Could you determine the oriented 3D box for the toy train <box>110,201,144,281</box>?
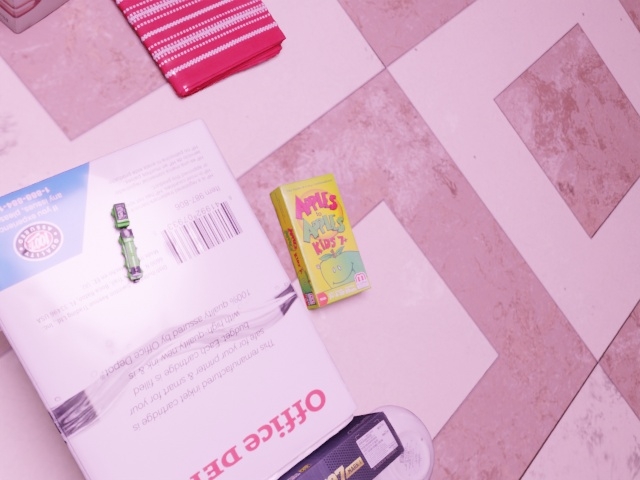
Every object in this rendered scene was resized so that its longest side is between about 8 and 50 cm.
[{"bbox_3d":[-0.195,0.001,0.590,0.017,0.023,0.083,-14,84,-26],"label":"toy train"}]

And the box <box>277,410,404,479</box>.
[{"bbox_3d":[-0.038,0.293,0.688,0.232,0.183,0.059,-27,84,-33],"label":"box"}]

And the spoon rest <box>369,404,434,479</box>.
[{"bbox_3d":[0.098,0.373,0.822,0.137,0.084,0.277,23,57,-21],"label":"spoon rest"}]

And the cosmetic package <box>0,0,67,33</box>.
[{"bbox_3d":[-0.344,-0.381,0.632,0.153,0.296,0.129,44,66,-10],"label":"cosmetic package"}]

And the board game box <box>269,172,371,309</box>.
[{"bbox_3d":[0.000,0.000,0.859,0.092,0.043,0.182,-17,87,-27],"label":"board game box"}]

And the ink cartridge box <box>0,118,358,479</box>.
[{"bbox_3d":[-0.183,0.105,0.680,0.285,0.166,0.395,-29,92,-27],"label":"ink cartridge box"}]

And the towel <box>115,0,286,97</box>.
[{"bbox_3d":[-0.197,-0.359,0.847,0.198,0.031,0.275,-35,94,-25],"label":"towel"}]
